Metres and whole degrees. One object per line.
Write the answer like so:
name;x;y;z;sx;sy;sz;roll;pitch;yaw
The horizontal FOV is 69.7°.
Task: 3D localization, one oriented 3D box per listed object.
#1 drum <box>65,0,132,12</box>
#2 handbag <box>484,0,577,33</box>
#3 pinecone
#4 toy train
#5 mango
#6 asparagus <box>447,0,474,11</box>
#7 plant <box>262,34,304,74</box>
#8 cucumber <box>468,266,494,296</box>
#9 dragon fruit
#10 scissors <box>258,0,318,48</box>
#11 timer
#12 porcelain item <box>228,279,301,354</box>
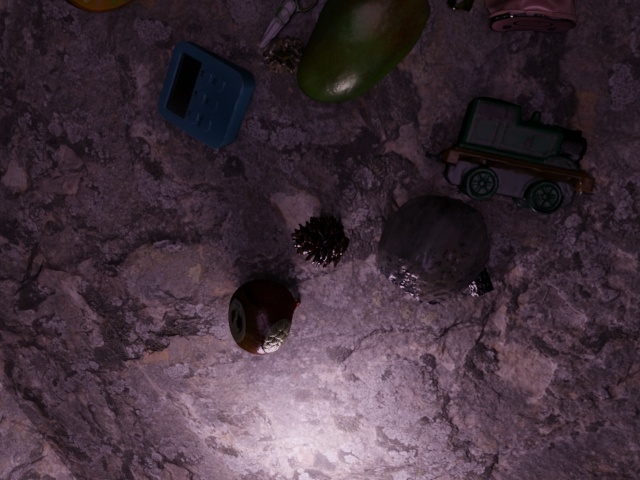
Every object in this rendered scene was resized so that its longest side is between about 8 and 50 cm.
drum;-0.501;-0.754;1.019;0.214;0.431;0.431;42;113;-4
handbag;0.473;-0.539;1.028;0.205;0.179;0.116;5;104;8
pinecone;0.000;0.000;1.335;0.174;0.173;0.173;4;111;10
toy train;0.487;-0.213;1.157;0.429;0.178;0.249;13;102;7
mango;0.086;-0.488;1.117;0.225;0.201;0.382;36;126;-28
asparagus;0.359;-0.680;1.061;0.067;0.060;0.277;25;115;23
plant;-0.093;-0.475;1.202;0.117;0.122;0.104;-24;115;12
cucumber;0.420;0.025;1.309;0.072;0.072;0.300;-18;104;17
dragon fruit;0.289;0.013;1.208;0.283;0.221;0.204;34;136;21
scissors;-0.098;-0.592;1.204;0.101;0.027;0.204;43;111;-5
timer;-0.335;-0.408;1.293;0.250;0.091;0.231;27;114;5
porcelain item;-0.162;0.234;1.457;0.253;0.253;0.253;4;111;10
